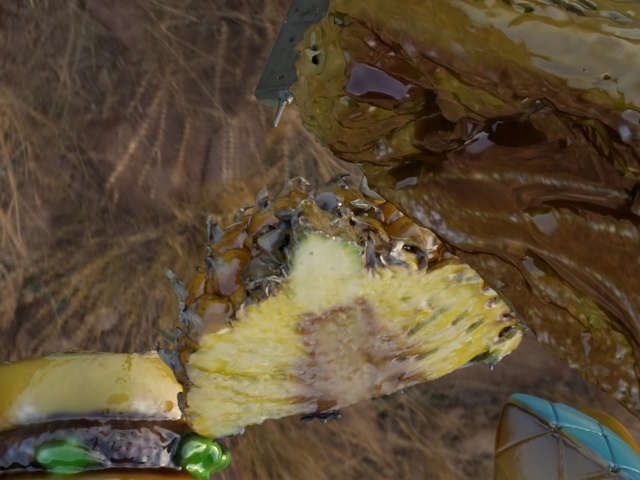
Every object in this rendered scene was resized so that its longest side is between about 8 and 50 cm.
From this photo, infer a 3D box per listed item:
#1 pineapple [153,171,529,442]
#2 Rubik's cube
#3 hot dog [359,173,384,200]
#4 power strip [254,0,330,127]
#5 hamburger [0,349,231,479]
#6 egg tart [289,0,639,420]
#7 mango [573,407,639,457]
[{"bbox_3d":[-0.001,-0.002,1.199,0.344,0.209,0.286,-16,140,0],"label":"pineapple"},{"bbox_3d":[0.368,0.308,1.715,0.254,0.254,0.254,-4,106,-12],"label":"Rubik's cube"},{"bbox_3d":[0.057,-0.075,1.173,0.030,0.034,0.090,15,75,3],"label":"hot dog"},{"bbox_3d":[-0.015,-0.251,1.652,0.034,0.092,0.268,41,59,-39],"label":"power strip"},{"bbox_3d":[-0.336,0.330,1.945,0.395,0.396,0.278,1,70,-13],"label":"hamburger"},{"bbox_3d":[0.144,-0.032,0.633,0.339,0.351,0.153,42,80,11],"label":"egg tart"},{"bbox_3d":[0.438,0.383,2.126,0.175,0.254,0.139,-27,142,-1],"label":"mango"}]
